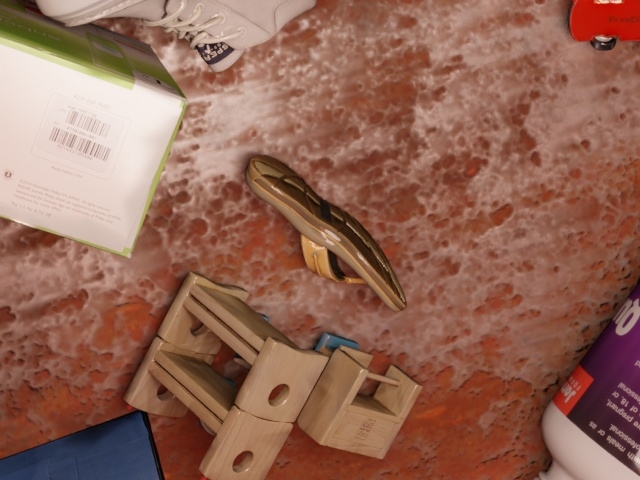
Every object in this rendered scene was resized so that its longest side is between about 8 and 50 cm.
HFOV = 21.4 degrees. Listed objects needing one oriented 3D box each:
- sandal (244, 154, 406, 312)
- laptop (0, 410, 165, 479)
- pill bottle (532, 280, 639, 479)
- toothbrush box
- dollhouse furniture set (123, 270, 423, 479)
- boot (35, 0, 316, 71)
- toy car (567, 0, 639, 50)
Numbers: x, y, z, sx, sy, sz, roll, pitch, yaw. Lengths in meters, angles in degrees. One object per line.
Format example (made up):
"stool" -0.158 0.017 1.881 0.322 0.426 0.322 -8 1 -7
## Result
"sandal" 0.000 0.000 1.413 0.180 0.072 0.049 39 110 -16
"laptop" -0.341 0.167 1.224 0.408 0.382 0.236 36 94 -17
"pill bottle" 0.313 0.130 1.443 0.181 0.181 0.323 35 95 -17
"toothbrush box" -0.224 -0.104 1.228 0.206 0.283 0.122 19 99 -14
"dollhouse furniture set" -0.040 0.130 1.427 0.184 0.129 0.129 20 101 -45
"boot" -0.095 -0.183 1.285 0.258 0.095 0.123 -33 115 -37
"toy car" 0.353 -0.182 1.421 0.239 0.053 0.225 -25 127 26
